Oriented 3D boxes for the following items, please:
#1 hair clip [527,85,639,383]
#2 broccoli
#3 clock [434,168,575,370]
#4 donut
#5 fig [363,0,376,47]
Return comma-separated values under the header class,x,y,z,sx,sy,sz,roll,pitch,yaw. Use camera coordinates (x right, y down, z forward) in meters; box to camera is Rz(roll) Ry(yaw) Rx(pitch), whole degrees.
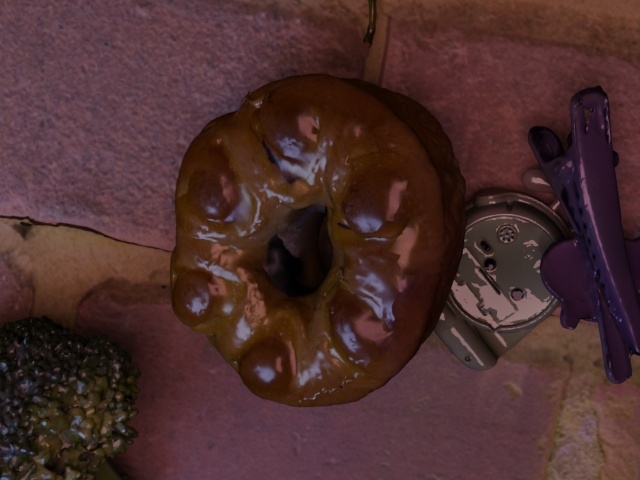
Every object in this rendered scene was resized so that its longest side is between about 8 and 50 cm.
class,x,y,z,sx,sy,sz,roll,pitch,yaw
hair clip,0.273,-0.006,1.612,0.137,0.090,0.278,-11,91,-25
broccoli,-0.308,0.218,1.704,0.288,0.235,0.260,-13,105,47
clock,0.183,0.024,1.673,0.191,0.062,0.151,-38,98,14
donut,0.000,0.000,1.608,0.317,0.150,0.299,-37,81,30
fig,0.026,-0.277,1.608,0.093,0.093,0.166,14,125,3
